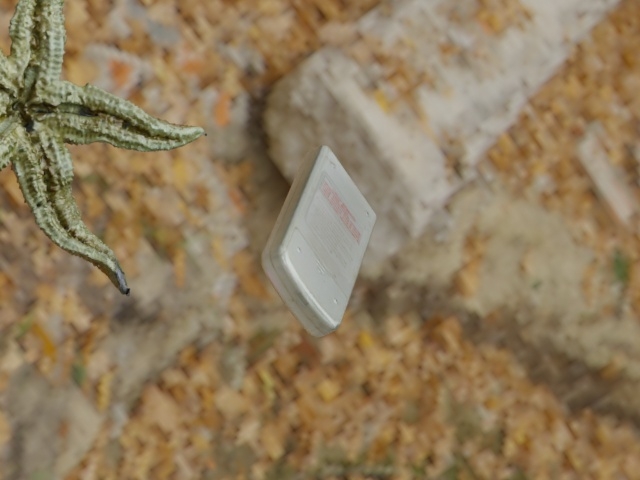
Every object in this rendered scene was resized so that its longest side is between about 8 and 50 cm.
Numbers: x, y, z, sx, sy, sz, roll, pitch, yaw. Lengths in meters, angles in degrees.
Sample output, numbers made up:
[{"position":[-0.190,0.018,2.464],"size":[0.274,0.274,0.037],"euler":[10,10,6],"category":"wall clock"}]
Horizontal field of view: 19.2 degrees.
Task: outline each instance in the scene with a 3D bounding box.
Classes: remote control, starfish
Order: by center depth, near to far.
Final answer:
[{"position":[0.000,0.000,1.532],"size":[0.087,0.029,0.190],"euler":[54,27,-20],"category":"remote control"},{"position":[-0.265,-0.136,1.782],"size":[0.347,0.078,0.358],"euler":[21,75,-30],"category":"starfish"}]
